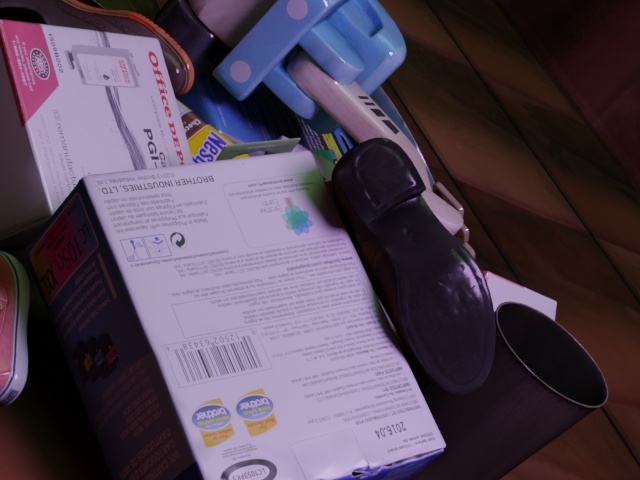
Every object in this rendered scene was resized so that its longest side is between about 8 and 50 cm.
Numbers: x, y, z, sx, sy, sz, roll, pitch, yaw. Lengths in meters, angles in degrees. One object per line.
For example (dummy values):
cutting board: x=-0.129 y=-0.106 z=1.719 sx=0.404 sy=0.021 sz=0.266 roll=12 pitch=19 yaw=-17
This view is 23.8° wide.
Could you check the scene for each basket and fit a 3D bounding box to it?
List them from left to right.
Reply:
basket: x=0.193 y=0.202 z=1.771 sx=0.204 sy=0.227 sz=0.154 roll=13 pitch=38 yaw=-51

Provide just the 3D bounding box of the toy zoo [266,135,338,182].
toy zoo: x=0.000 y=0.000 z=1.867 sx=0.192 sy=0.030 sz=0.293 roll=36 pitch=43 yaw=-31

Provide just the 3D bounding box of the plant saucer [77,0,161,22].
plant saucer: x=-0.310 y=-0.357 z=2.129 sx=0.198 sy=0.036 sz=0.199 roll=37 pitch=24 yaw=-20

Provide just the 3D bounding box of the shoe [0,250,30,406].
shoe: x=-0.309 y=0.063 z=1.354 sx=0.081 sy=0.063 sz=0.178 roll=34 pitch=28 yaw=-37

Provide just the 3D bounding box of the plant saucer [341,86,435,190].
plant saucer: x=0.096 y=-0.106 z=2.204 sx=0.318 sy=0.043 sz=0.317 roll=61 pitch=-9 yaw=17

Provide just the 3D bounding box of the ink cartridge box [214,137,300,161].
ink cartridge box: x=-0.093 y=-0.017 z=1.649 sx=0.109 sy=0.209 sz=0.062 roll=-8 pitch=55 yaw=-40

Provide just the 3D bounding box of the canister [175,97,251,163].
canister: x=-0.159 y=-0.085 z=1.783 sx=0.170 sy=0.073 sz=0.126 roll=38 pitch=62 yaw=14

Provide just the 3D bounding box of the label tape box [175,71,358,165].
label tape box: x=-0.079 y=-0.130 z=2.038 sx=0.347 sy=0.115 sz=0.249 roll=27 pitch=28 yaw=-43

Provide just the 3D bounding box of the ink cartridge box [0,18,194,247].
ink cartridge box: x=-0.262 y=-0.111 z=1.582 sx=0.283 sy=0.117 sz=0.207 roll=-8 pitch=80 yaw=-62

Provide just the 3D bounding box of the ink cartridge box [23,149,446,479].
ink cartridge box: x=-0.069 y=0.128 z=1.392 sx=0.270 sy=0.151 sz=0.395 roll=-9 pitch=64 yaw=-38

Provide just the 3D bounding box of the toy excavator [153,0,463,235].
toy excavator: x=0.020 y=-0.198 z=1.867 sx=0.445 sy=0.222 sz=0.433 roll=43 pitch=21 yaw=-2

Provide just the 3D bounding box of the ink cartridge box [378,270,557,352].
ink cartridge box: x=0.165 y=0.096 z=1.924 sx=0.158 sy=0.218 sz=0.092 roll=23 pitch=73 yaw=-44

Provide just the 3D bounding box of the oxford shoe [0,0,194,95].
oxford shoe: x=-0.284 y=-0.233 z=1.840 sx=0.271 sy=0.097 sz=0.098 roll=24 pitch=38 yaw=13

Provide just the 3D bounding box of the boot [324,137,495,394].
boot: x=0.065 y=0.042 z=1.544 sx=0.264 sy=0.096 sz=0.280 roll=58 pitch=-15 yaw=3

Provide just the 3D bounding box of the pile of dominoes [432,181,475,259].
pile of dominoes: x=0.144 y=0.015 z=2.050 sx=0.196 sy=0.040 sz=0.251 roll=34 pitch=-33 yaw=53
